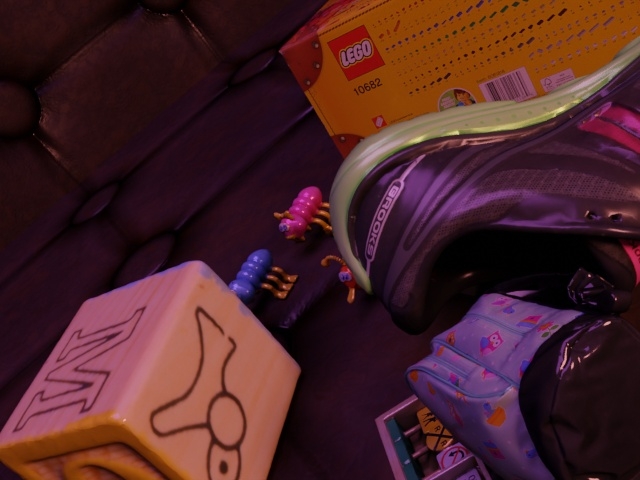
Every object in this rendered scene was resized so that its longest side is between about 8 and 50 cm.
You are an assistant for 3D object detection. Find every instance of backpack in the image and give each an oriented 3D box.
[{"bbox_3d":[0.138,0.096,0.488,0.115,0.151,0.182,-34,15,-13],"label":"backpack"}]

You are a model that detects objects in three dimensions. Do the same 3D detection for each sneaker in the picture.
[{"bbox_3d":[0.252,-0.046,0.632,0.483,0.185,0.202,-21,60,11],"label":"sneaker"}]

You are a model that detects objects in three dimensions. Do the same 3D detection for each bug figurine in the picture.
[{"bbox_3d":[0.000,0.000,0.942,0.279,0.072,0.216,-12,37,40],"label":"bug figurine"}]

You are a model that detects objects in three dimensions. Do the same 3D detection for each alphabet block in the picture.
[{"bbox_3d":[-0.163,0.168,0.761,0.194,0.192,0.197,-21,31,32],"label":"alphabet block"}]

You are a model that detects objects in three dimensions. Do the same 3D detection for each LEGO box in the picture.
[{"bbox_3d":[0.252,-0.321,0.946,0.500,0.193,0.372,-18,26,33],"label":"LEGO box"}]

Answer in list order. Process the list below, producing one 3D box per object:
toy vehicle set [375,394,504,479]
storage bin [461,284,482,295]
[{"bbox_3d":[0.146,0.182,0.538,0.166,0.035,0.267,-34,28,7],"label":"toy vehicle set"},{"bbox_3d":[0.139,-0.004,0.781,0.091,0.098,0.135,19,57,26],"label":"storage bin"}]
